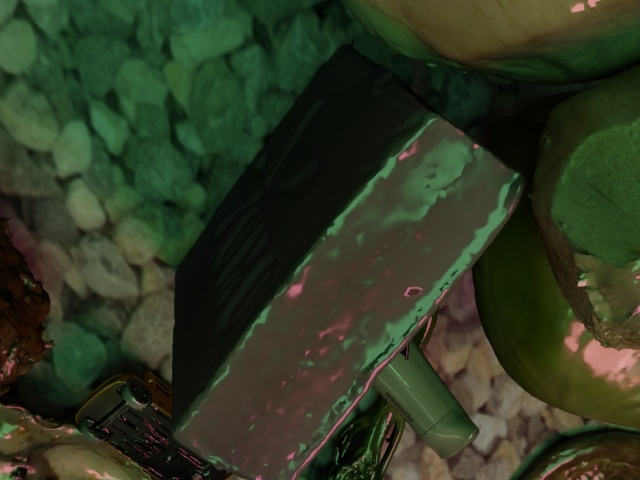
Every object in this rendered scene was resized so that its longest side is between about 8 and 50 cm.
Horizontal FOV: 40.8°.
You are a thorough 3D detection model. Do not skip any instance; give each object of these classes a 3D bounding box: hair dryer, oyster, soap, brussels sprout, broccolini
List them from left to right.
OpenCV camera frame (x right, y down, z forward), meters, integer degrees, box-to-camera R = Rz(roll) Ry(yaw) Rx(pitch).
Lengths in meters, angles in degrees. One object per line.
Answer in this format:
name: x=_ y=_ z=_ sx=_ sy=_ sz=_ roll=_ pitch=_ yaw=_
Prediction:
oyster: x=-0.242 y=0.246 z=0.836 sx=0.345 sy=0.078 sz=0.129 roll=35 pitch=77 yaw=-33
soap: x=0.000 y=0.000 z=0.683 sx=0.107 sy=0.296 sz=0.285 roll=34 pitch=100 yaw=-20
broccolini: x=0.069 y=0.144 z=0.868 sx=0.079 sy=0.074 sz=0.392 roll=11 pitch=109 yaw=-14
hair dryer: x=0.097 y=0.066 z=0.747 sx=0.206 sy=0.075 sz=0.237 roll=48 pitch=139 yaw=14
brussels sprout: x=0.276 y=0.002 z=0.759 sx=0.328 sy=0.247 sz=0.328 roll=-10 pitch=116 yaw=-20

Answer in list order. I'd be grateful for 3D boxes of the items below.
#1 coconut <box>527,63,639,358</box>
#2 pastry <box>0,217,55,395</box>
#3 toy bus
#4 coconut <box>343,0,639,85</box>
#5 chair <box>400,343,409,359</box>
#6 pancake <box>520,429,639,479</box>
coconut: x=0.224 y=-0.027 z=0.544 sx=0.194 sy=0.194 sz=0.194 roll=-3 pitch=112 yaw=-8
pastry: x=-0.349 y=0.045 z=0.664 sx=0.275 sy=0.275 sz=0.193 roll=-1 pitch=107 yaw=-9
toy bus: x=-0.158 y=0.184 z=0.846 sx=0.069 sy=0.074 sz=0.162 roll=-40 pitch=115 yaw=15
coconut: x=0.126 y=-0.320 z=0.552 sx=0.344 sy=0.415 sz=0.415 roll=-23 pitch=116 yaw=26
chair: x=0.056 y=0.064 z=0.716 sx=0.042 sy=0.037 sz=0.086 roll=-21 pitch=131 yaw=-38
pancake: x=0.321 y=0.330 z=1.007 sx=0.250 sy=0.031 sz=0.250 roll=-3 pitch=111 yaw=-7
